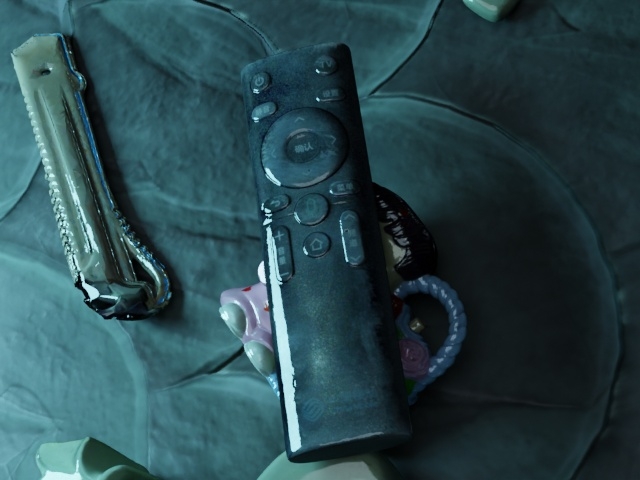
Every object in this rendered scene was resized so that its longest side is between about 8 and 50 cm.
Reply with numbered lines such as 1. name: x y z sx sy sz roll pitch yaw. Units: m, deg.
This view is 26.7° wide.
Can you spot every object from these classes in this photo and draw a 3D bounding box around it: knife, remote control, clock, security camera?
1. knife: -0.242 -0.067 1.382 0.089 0.043 0.365 -13 63 -20
2. remote control: 0.000 0.000 1.165 0.107 0.044 0.378 -11 64 6
3. clock: 0.031 0.064 1.212 0.195 0.100 0.194 -40 69 7
4. security camera: 0.148 -0.247 1.299 0.092 0.058 0.058 43 91 14

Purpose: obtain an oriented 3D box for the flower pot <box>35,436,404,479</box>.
1. flower pot: -0.109 0.301 1.151 0.367 0.164 0.254 -3 66 19
